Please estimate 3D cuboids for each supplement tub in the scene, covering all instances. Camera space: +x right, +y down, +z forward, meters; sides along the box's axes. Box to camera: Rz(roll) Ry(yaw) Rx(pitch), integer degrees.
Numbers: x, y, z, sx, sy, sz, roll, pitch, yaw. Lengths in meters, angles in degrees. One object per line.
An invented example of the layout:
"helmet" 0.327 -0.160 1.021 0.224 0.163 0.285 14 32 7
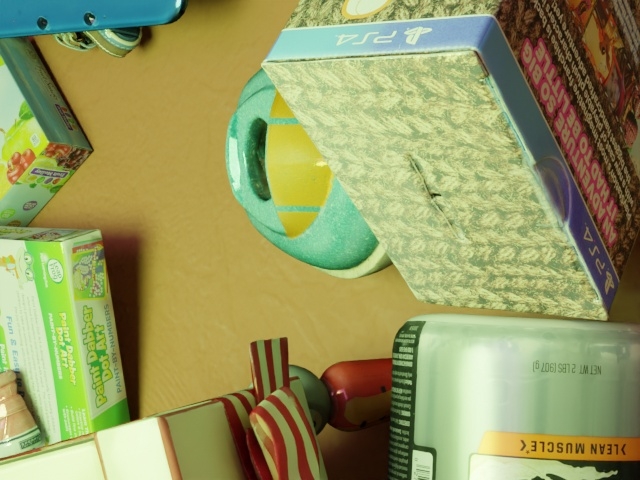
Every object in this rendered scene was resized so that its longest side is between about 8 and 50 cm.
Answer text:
"supplement tub" 0.139 0.210 0.822 0.194 0.194 0.316 -1 85 36

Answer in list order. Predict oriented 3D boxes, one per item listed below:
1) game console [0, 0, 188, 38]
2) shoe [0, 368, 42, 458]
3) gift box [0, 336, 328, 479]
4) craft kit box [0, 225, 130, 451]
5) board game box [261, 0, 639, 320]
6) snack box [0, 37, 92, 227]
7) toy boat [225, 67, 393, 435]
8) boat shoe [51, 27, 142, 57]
"game console" -0.201 -0.339 1.185 0.293 0.250 0.173 4 129 36
"shoe" -0.349 0.178 1.175 0.178 0.063 0.081 -18 91 33
"gift box" -0.103 0.219 0.815 0.258 0.276 0.255 -17 89 20
"craft kit box" -0.301 0.109 1.189 0.247 0.061 0.249 4 106 38
"board game box" 0.129 -0.136 0.774 0.141 0.232 0.291 3 53 37
"snack box" -0.360 -0.096 1.289 0.207 0.070 0.174 -43 65 23
"toy boat" 0.000 0.000 0.942 0.267 0.148 0.318 -179 83 -65
"boat shoe" -0.241 -0.230 1.230 0.066 0.066 0.183 -58 47 21
